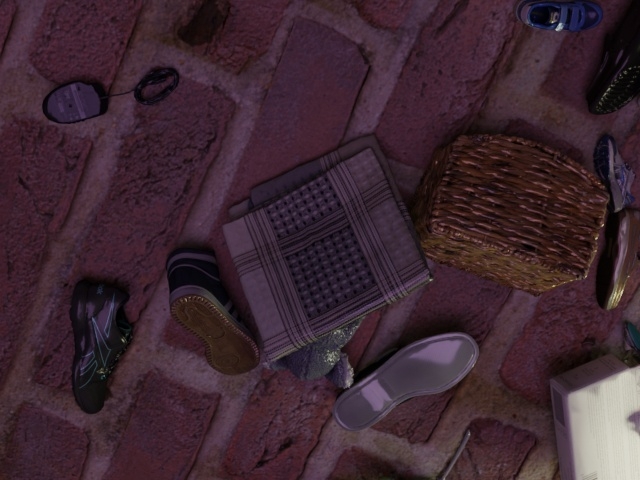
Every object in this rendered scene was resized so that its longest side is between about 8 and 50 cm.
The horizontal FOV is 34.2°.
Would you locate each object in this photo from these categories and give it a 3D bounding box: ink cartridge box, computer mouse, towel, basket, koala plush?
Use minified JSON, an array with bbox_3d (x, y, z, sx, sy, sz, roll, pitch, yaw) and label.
[{"bbox_3d":[0.570,0.346,1.954,0.261,0.066,0.296,-19,118,-13],"label":"ink cartridge box"},{"bbox_3d":[-0.360,-0.253,1.790,0.242,0.041,0.071,-12,109,-1],"label":"computer mouse"},{"bbox_3d":[0.000,0.000,1.749,0.312,0.324,0.056,-27,146,11],"label":"towel"},{"bbox_3d":[0.317,-0.054,1.812,0.299,0.223,0.214,18,77,-5],"label":"basket"},{"bbox_3d":[-0.011,0.165,1.867,0.196,0.203,0.221,14,123,-2],"label":"koala plush"}]

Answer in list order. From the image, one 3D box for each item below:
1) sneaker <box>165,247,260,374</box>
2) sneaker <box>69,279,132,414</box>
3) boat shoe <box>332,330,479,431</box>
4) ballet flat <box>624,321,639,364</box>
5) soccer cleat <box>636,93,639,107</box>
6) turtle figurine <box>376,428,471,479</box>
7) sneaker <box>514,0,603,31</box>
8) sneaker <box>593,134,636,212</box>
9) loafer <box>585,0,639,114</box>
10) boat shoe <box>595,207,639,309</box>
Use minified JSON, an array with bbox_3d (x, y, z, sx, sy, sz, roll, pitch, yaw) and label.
[{"bbox_3d":[-0.196,0.124,1.904,0.099,0.153,0.282,-23,139,8],"label":"sneaker"},{"bbox_3d":[-0.406,0.205,1.929,0.106,0.101,0.267,3,111,-2],"label":"sneaker"},{"bbox_3d":[0.154,0.246,1.932,0.302,0.091,0.114,-27,100,13],"label":"boat shoe"},{"bbox_3d":[0.588,0.201,1.932,0.041,0.041,0.114,-38,104,15],"label":"ballet flat"},{"bbox_3d":[0.597,-0.300,1.729,0.196,0.068,0.076,-42,89,15],"label":"soccer cleat"},{"bbox_3d":[0.210,0.554,1.986,0.274,0.198,0.266,-18,125,-10],"label":"turtle figurine"},{"bbox_3d":[0.394,-0.368,1.707,0.144,0.059,0.053,1,109,0],"label":"sneaker"},{"bbox_3d":[0.515,-0.119,1.808,0.058,0.052,0.135,-16,104,-14],"label":"sneaker"},{"bbox_3d":[0.506,-0.309,1.726,0.080,0.078,0.220,5,127,-35],"label":"loafer"},{"bbox_3d":[0.544,0.036,1.857,0.072,0.068,0.190,2,111,-12],"label":"boat shoe"}]
